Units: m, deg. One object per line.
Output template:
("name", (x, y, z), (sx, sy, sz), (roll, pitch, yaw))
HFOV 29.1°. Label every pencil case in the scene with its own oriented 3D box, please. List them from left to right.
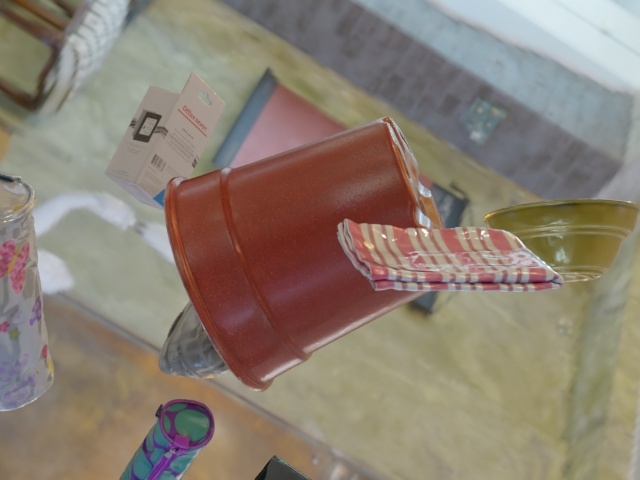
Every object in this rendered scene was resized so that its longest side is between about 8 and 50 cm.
("pencil case", (-0.365, 0.060, 1.385), (0.124, 0.113, 0.273), (-34, 137, -41))
("pencil case", (-0.169, 0.235, 1.335), (0.152, 0.064, 0.070), (-58, -178, 41))

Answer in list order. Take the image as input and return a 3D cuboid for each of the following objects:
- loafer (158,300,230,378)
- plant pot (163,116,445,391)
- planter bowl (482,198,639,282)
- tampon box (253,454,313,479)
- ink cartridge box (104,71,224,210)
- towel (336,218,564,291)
("loafer", (-0.122, 0.080, 1.674), (0.111, 0.112, 0.319), (-16, -162, 28))
("plant pot", (0.000, 0.000, 1.421), (0.265, 0.272, 0.272), (-23, -164, 11))
("planter bowl", (0.332, 0.008, 1.676), (0.217, 0.217, 0.090), (144, -55, -73))
("tampon box", (0.017, 0.204, 0.628), (0.101, 0.120, 0.161), (-50, -151, -12))
("ink cartridge box", (-0.216, -0.143, 1.731), (0.180, 0.060, 0.104), (-64, 148, -12))
("towel", (0.125, 0.014, 1.206), (0.144, 0.197, 0.029), (-124, -143, -67))
